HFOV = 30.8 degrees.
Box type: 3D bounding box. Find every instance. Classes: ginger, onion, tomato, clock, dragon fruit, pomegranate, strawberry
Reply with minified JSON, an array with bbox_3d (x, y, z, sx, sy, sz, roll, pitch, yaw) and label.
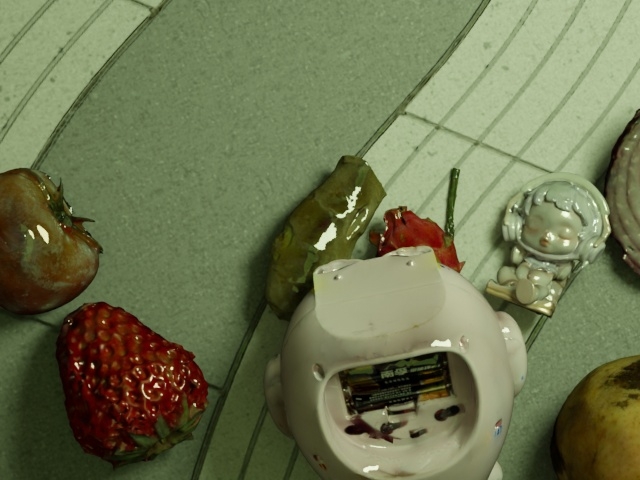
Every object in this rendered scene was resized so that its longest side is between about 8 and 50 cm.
[{"bbox_3d":[0.000,0.000,1.730,0.116,0.109,0.263,28,84,22],"label":"ginger"},{"bbox_3d":[0.568,-0.074,1.800,0.314,0.146,0.280,35,108,-5],"label":"onion"},{"bbox_3d":[-0.416,0.001,1.632,0.180,0.155,0.214,-39,94,-3],"label":"tomato"},{"bbox_3d":[0.114,0.233,1.628,0.368,0.250,0.377,-11,118,3],"label":"clock"},{"bbox_3d":[0.142,0.027,1.735,0.136,0.133,0.166,-23,93,0],"label":"dragon fruit"},{"bbox_3d":[0.484,0.315,1.679,0.322,0.322,0.322,0,88,-7],"label":"pomegranate"},{"bbox_3d":[-0.285,0.193,1.660,0.205,0.205,0.244,-32,73,-7],"label":"strawberry"}]

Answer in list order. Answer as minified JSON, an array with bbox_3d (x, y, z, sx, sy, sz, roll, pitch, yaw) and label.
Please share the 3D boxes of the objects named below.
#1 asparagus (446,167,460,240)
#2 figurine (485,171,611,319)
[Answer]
[{"bbox_3d":[0.205,-0.056,1.804,0.015,0.014,0.114,6,88,10],"label":"asparagus"},{"bbox_3d":[0.344,-0.002,1.756,0.162,0.141,0.237,25,84,22],"label":"figurine"}]
